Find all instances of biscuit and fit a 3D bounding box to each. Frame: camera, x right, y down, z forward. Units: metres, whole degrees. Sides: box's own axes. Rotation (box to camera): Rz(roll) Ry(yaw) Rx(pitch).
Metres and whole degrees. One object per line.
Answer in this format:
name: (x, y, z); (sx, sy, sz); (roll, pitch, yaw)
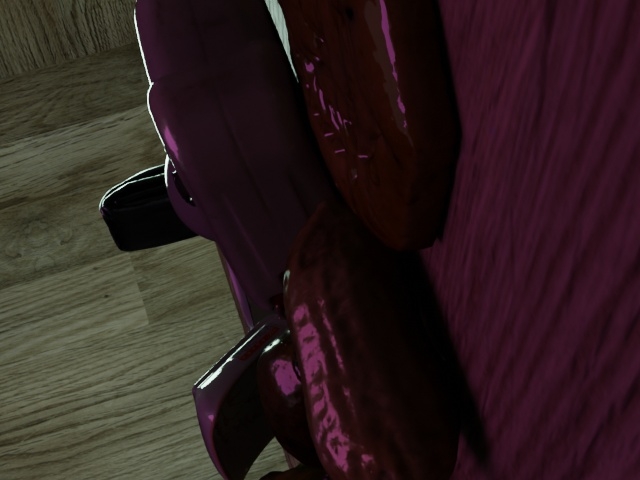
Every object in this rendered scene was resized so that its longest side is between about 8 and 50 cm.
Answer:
biscuit: (0.008, -0.163, 0.792); (0.359, 0.046, 0.359); (164, 90, -83)

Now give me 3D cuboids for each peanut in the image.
peanut: (0.034, 0.081, 0.890); (0.110, 0.120, 0.236); (-38, 59, 45)

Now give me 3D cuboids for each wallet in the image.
wallet: (-0.211, -0.061, 1.824); (0.342, 0.237, 0.075); (116, 134, -79)

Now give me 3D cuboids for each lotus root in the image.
lotus root: (0.004, 0.147, 1.174); (0.123, 0.124, 0.241); (60, 167, 27)

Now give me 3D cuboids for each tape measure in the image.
tape measure: (-0.068, -0.093, 1.051); (0.258, 0.130, 0.265); (63, -174, -54)

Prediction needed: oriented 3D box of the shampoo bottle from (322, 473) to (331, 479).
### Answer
shampoo bottle: (0.076, 0.357, 1.273); (0.079, 0.080, 0.246); (82, 169, -57)

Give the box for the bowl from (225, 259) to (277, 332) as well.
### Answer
bowl: (-0.081, 0.043, 1.696); (0.189, 0.086, 0.189); (162, 90, -81)

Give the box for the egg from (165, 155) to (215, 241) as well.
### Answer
egg: (-0.101, -0.078, 1.347); (0.199, 0.146, 0.146); (104, 149, -61)

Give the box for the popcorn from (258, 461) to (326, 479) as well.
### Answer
popcorn: (-0.030, 0.386, 1.485); (0.237, 0.293, 0.293); (55, 174, -6)

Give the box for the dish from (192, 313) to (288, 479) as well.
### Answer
dish: (-0.076, 0.176, 1.464); (0.077, 0.212, 0.151); (25, 143, 32)
